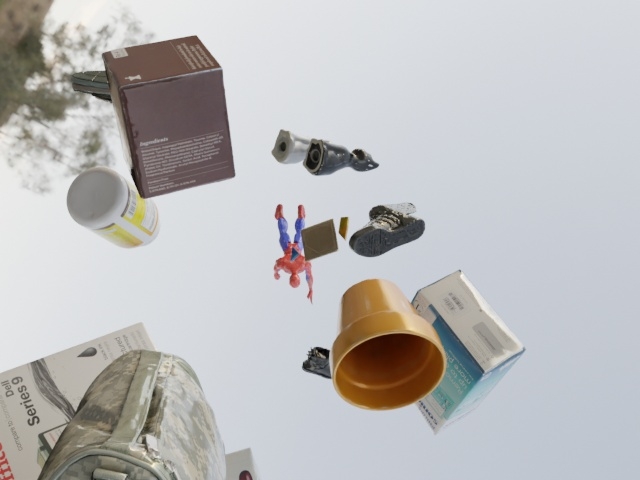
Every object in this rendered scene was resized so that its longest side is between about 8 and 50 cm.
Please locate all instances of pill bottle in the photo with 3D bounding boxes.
[{"bbox_3d":[-0.383,-0.054,1.503,0.117,0.215,0.117,-3,-105,10],"label":"pill bottle"}]

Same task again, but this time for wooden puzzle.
[{"bbox_3d":[0.000,0.000,1.423,0.116,0.014,0.078,-13,-121,22],"label":"wooden puzzle"}]

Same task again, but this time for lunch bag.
[{"bbox_3d":[-0.212,0.281,0.867,0.305,0.212,0.256,-108,-154,-76],"label":"lunch bag"}]

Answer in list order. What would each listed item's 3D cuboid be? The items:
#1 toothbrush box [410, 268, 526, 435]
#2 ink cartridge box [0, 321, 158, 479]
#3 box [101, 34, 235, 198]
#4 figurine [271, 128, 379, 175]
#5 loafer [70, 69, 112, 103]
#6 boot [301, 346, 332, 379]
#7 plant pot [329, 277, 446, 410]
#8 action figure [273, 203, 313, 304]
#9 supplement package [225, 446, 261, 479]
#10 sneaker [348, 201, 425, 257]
[{"bbox_3d":[0.267,0.240,1.664,0.216,0.126,0.295,54,-30,23],"label":"toothbrush box"},{"bbox_3d":[-0.353,0.275,1.149,0.211,0.289,0.121,54,-32,27],"label":"ink cartridge box"},{"bbox_3d":[-0.251,-0.207,1.315,0.168,0.167,0.203,-125,-154,-50],"label":"box"},{"bbox_3d":[0.014,-0.222,2.049,0.215,0.209,0.092,23,-74,46],"label":"figurine"},{"bbox_3d":[-0.406,-0.315,1.713,0.096,0.267,0.084,-87,180,-61],"label":"loafer"},{"bbox_3d":[0.015,0.316,2.050,0.099,0.121,0.045,121,-21,-51],"label":"boot"},{"bbox_3d":[0.110,0.176,1.460,0.205,0.205,0.188,-46,-149,24],"label":"plant pot"},{"bbox_3d":[-0.066,0.044,1.869,0.280,0.091,0.139,-96,-173,-56],"label":"action figure"},{"bbox_3d":[-0.234,0.514,1.497,0.204,0.262,0.145,90,-16,-63],"label":"supplement package"},{"bbox_3d":[0.099,-0.022,1.268,0.089,0.170,0.051,33,-49,49],"label":"sneaker"}]
